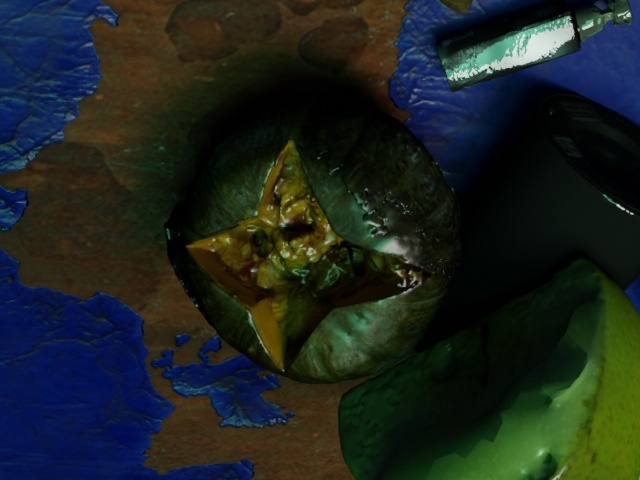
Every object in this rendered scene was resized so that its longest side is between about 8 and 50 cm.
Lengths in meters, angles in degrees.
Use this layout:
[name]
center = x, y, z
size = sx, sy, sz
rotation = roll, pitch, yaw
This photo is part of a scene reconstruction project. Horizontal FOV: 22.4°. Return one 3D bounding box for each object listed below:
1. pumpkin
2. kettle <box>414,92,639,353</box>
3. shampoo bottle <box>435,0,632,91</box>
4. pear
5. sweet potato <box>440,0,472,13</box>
[pumpkin]
center = 0.000, 0.000, 1.722
size = 0.320, 0.192, 0.320
rotation = 6, 109, 19
[kettle]
center = 0.257, 0.006, 1.819
size = 0.203, 0.262, 0.308
rotation = 41, 122, 9
[shampoo bottle]
center = 0.227, -0.218, 1.705
size = 0.208, 0.057, 0.063
rotation = -18, 118, 5
[pear]
center = 0.207, 0.236, 1.655
size = 0.342, 0.318, 0.238
rotation = -31, 124, 22
[sweet potato]
center = 0.102, -0.361, 1.565
size = 0.114, 0.092, 0.341
rotation = -16, 129, -16
